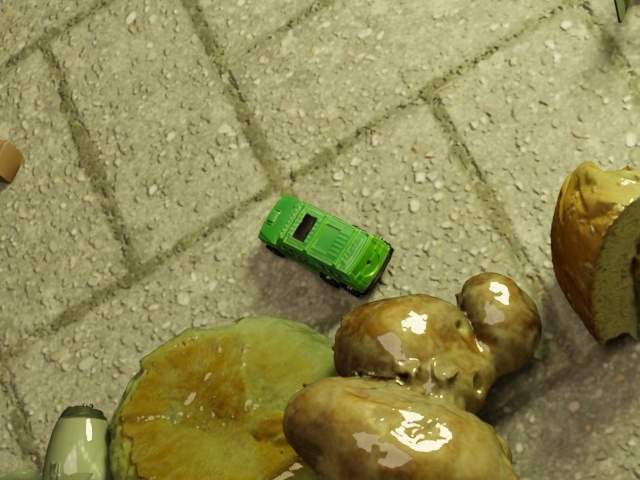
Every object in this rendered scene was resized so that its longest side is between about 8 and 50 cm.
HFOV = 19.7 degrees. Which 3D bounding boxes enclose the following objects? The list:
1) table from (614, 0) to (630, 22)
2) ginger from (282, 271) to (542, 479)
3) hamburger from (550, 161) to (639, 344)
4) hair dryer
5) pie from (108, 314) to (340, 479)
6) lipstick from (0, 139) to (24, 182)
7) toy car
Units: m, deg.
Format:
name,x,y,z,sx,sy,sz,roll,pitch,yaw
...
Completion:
name,x,y,z,sx,sy,sz,roll,pitch,yaw
table,0.406,-0.308,1.999,0.146,0.062,0.175,-3,32,25
ginger,0.101,0.154,1.842,0.244,0.155,0.304,10,56,13
hamburger,0.278,-0.005,1.822,0.135,0.208,0.155,-40,59,-1
hair dryer,-0.306,0.319,2.036,0.225,0.088,0.219,-32,58,25
pie,-0.093,0.200,1.962,0.306,0.071,0.306,-17,45,18
lipstick,-0.449,-0.112,2.338,0.145,0.045,0.045,15,70,32
toy car,0.000,0.000,2.045,0.165,0.062,0.071,27,79,34
